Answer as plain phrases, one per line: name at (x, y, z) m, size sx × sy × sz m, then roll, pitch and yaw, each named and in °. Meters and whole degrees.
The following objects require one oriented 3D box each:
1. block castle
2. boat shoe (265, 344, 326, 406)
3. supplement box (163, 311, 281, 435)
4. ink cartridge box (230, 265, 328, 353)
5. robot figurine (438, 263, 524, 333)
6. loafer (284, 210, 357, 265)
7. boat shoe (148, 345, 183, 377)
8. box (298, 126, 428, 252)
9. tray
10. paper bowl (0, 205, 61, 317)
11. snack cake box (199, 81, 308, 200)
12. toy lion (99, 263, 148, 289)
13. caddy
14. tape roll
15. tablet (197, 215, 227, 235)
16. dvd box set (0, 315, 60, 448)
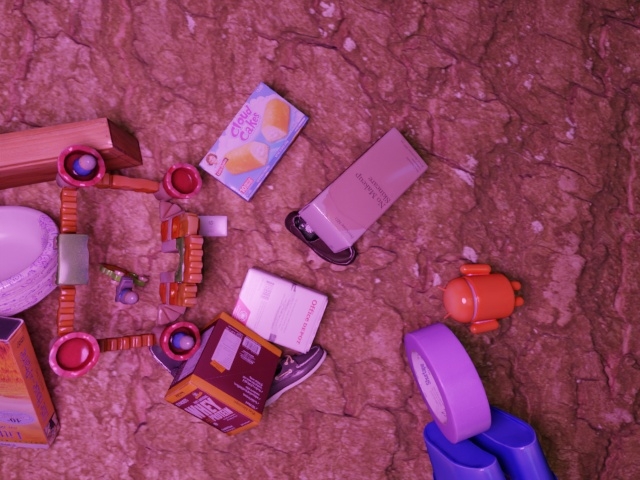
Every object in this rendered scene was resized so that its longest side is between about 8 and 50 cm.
block castle at (-0.417, 0.044, 0.904) m, size 0.302 × 0.212 × 0.454 m, roll 4°, pitch 82°, yaw -40°
boat shoe at (-0.089, 0.347, 1.085) m, size 0.227 × 0.081 × 0.069 m, roll -37°, pitch 99°, yaw -2°
supplement box at (-0.224, 0.319, 0.979) m, size 0.191 × 0.194 × 0.129 m, roll 39°, pitch 128°, yaw -19°
ink cartridge box at (-0.109, 0.179, 1.075) m, size 0.217 × 0.092 × 0.159 m, roll 22°, pitch 89°, yaw -4°
robot figurine at (0.432, 0.154, 1.117) m, size 0.219 × 0.128 × 0.158 m, roll -6°, pitch 119°, yaw -7°
loafer at (0.000, 0.000, 1.089) m, size 0.219 × 0.078 × 0.080 m, roll 30°, pitch 88°, yaw -6°
boat shoe at (-0.320, 0.335, 1.054) m, size 0.285 × 0.092 × 0.103 m, roll 41°, pitch 87°, yaw -5°
box at (0.109, -0.126, 1.039) m, size 0.148 × 0.121 × 0.311 m, roll 47°, pitch 70°, yaw -6°
tray at (-0.658, -0.188, 0.951) m, size 0.410 × 0.203 × 0.076 m, roll -11°, pitch 91°, yaw -6°
paper bowl at (-0.737, 0.063, 0.936) m, size 0.283 × 0.285 × 0.148 m, roll 5°, pitch 134°, yaw -6°
snack cake box at (-0.170, -0.249, 1.061) m, size 0.152 × 0.089 × 0.265 m, roll 36°, pitch 87°, yaw -6°
toy lion at (-0.503, 0.086, 1.039) m, size 0.100 × 0.096 × 0.034 m, roll 25°, pitch 88°, yaw -46°
caddy at (0.411, 0.557, 1.015) m, size 0.241 × 0.341 × 0.180 m, roll -18°, pitch 90°, yaw -13°
tape roll at (0.310, 0.352, 1.032) m, size 0.090 × 0.275 × 0.275 m, roll -18°, pitch 93°, yaw -6°
tablet at (-0.292, -0.038, 1.094) m, size 0.083 × 0.006 × 0.054 m, roll 0°, pitch 91°, yaw -7°
dvd box set at (-0.781, 0.316, 0.904) m, size 0.307 × 0.062 × 0.421 m, roll 10°, pitch 126°, yaw -7°
